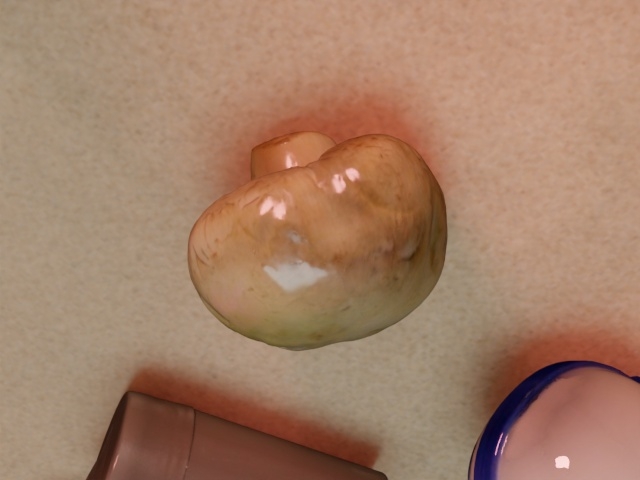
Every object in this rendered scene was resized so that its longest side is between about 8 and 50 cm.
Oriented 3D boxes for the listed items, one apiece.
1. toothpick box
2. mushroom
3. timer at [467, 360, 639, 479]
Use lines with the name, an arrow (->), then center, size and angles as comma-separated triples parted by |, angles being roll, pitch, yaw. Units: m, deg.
toothpick box -> -0.058, 0.173, 0.864 | 0.180, 0.111, 0.111 | 19, 127, -11
mushroom -> 0.000, 0.000, 0.725 | 0.148, 0.112, 0.148 | -10, 161, -3
timer -> 0.227, 0.238, 0.835 | 0.270, 0.270, 0.384 | -29, 104, 24
